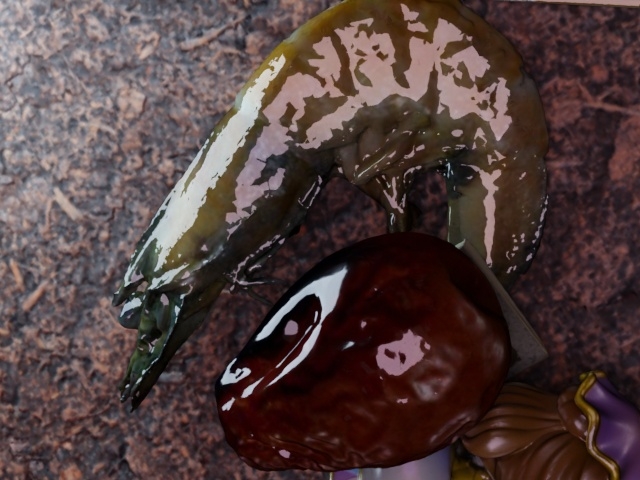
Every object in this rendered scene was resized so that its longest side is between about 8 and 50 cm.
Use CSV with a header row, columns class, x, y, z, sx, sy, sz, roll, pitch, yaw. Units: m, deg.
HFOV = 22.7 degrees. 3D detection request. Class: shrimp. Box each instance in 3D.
class,x,y,z,sx,sy,sz,roll,pitch,yaw
shrimp,0.000,0.000,1.308,0.272,0.085,0.445,45,102,-1

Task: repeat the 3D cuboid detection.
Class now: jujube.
class,x,y,z,sx,sy,sz,roll,pitch,yaw
jujube,0.026,0.093,1.183,0.236,0.168,0.168,-28,89,21

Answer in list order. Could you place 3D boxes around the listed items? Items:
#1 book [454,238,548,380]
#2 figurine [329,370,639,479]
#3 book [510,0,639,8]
class,x,y,z,sx,sy,sz,roll,pitch,yaw
book,0.069,0.096,1.291,0.198,0.016,0.138,-32,119,13
figurine,0.143,0.191,1.253,0.263,0.142,0.189,-13,109,18
book,0.174,-0.247,1.263,0.172,0.012,0.118,5,98,13
